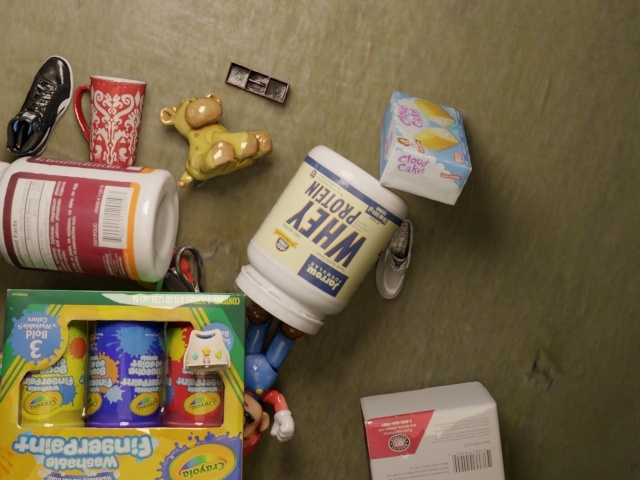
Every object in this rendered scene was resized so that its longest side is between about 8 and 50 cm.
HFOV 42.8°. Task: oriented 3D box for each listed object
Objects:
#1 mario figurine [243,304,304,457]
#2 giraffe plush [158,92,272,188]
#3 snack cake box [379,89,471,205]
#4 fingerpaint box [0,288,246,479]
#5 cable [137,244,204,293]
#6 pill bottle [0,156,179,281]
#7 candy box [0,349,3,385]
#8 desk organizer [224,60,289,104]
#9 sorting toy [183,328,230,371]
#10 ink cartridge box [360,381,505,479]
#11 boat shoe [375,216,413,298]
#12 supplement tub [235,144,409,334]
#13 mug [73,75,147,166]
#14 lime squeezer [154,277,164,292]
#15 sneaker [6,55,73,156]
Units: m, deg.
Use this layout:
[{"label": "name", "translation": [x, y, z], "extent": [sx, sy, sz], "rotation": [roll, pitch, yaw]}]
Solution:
[{"label": "mario figurine", "translation": [-0.142, 0.305, 1.694], "extent": [0.170, 0.198, 0.321], "rotation": [19, 90, -48]}, {"label": "giraffe plush", "translation": [-0.225, -0.217, 1.649], "extent": [0.210, 0.181, 0.171], "rotation": [-23, 88, 34]}, {"label": "snack cake box", "translation": [0.200, -0.187, 1.607], "extent": [0.152, 0.264, 0.089], "rotation": [17, 123, -7]}, {"label": "fingerpaint box", "translation": [-0.366, 0.285, 1.552], "extent": [0.444, 0.163, 0.371], "rotation": [2, 81, -6]}, {"label": "cable", "translation": [-0.271, 0.119, 1.740], "extent": [0.139, 0.072, 0.287], "rotation": [-41, 111, -9]}, {"label": "pill bottle", "translation": [-0.493, -0.045, 1.594], "extent": [0.391, 0.224, 0.224], "rotation": [6, 97, 4]}, {"label": "candy box", "translation": [-0.578, 0.362, 1.705], "extent": [0.268, 0.122, 0.317], "rotation": [-35, 97, 1]}, {"label": "desk organizer", "translation": [-0.130, -0.324, 1.676], "extent": [0.130, 0.050, 0.047], "rotation": [20, 96, -6]}, {"label": "sorting toy", "translation": [-0.208, 0.199, 1.487], "extent": [0.083, 0.045, 0.075], "rotation": [-1, 74, -9]}, {"label": "ink cartridge box", "translation": [0.246, 0.526, 1.763], "extent": [0.279, 0.160, 0.385], "rotation": [-7, 98, -2]}, {"label": "boat shoe", "translation": [0.163, 0.038, 1.739], "extent": [0.066, 0.063, 0.184], "rotation": [17, 96, -6]}, {"label": "supplement tub", "translation": [0.000, 0.000, 1.637], "extent": [0.235, 0.235, 0.325], "rotation": [33, 94, -7]}, {"label": "mug", "translation": [-0.424, -0.244, 1.656], "extent": [0.113, 0.150, 0.170], "rotation": [-3, 105, -40]}, {"label": "lime squeezer", "translation": [-0.320, 0.222, 1.717], "extent": [0.109, 0.059, 0.311], "rotation": [-12, 114, 21]}, {"label": "sneaker", "translation": [-0.556, -0.264, 1.620], "extent": [0.079, 0.121, 0.217], "rotation": [21, 96, -7]}]
